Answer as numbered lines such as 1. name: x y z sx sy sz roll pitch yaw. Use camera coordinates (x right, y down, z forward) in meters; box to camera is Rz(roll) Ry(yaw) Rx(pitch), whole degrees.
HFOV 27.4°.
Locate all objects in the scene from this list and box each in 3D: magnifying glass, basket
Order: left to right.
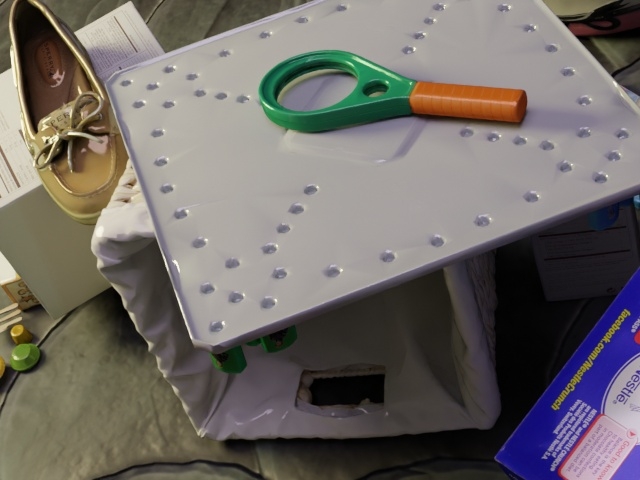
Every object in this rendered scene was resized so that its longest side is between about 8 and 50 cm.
1. basket: 0.000 0.000 1.308 0.328 0.331 0.266 -5 47 16
2. magnifying glass: 0.056 -0.120 1.089 0.231 0.026 0.092 6 46 26

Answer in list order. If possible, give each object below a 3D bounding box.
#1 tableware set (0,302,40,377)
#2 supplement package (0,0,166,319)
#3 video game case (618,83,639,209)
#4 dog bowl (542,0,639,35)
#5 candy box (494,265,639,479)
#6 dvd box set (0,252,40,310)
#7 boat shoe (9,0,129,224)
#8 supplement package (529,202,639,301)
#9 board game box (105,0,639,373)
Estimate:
1. tableware set: -0.408 0.143 1.552 0.154 0.024 0.104 -26 49 -4
2. supplement package: -0.259 -0.091 1.493 0.263 0.199 0.198 -31 51 -5
3. video game case: 0.345 -0.112 1.491 0.119 0.015 0.166 -37 47 -13
4. dog bowl: 0.362 -0.424 1.642 0.408 0.150 0.408 -18 44 18
5. candy box: 0.304 0.149 1.032 0.122 0.317 0.268 33 81 37
6. dvd box set: -0.208 -0.104 1.665 0.420 0.062 0.307 -19 47 4
7. boat shoe: -0.264 -0.133 1.339 0.104 0.089 0.285 -28 53 -4
8. supplement package: 0.265 -0.035 1.338 0.105 0.179 0.105 -7 47 16
9. board game box: 0.040 -0.088 1.113 0.390 0.050 0.390 -21 42 -5
